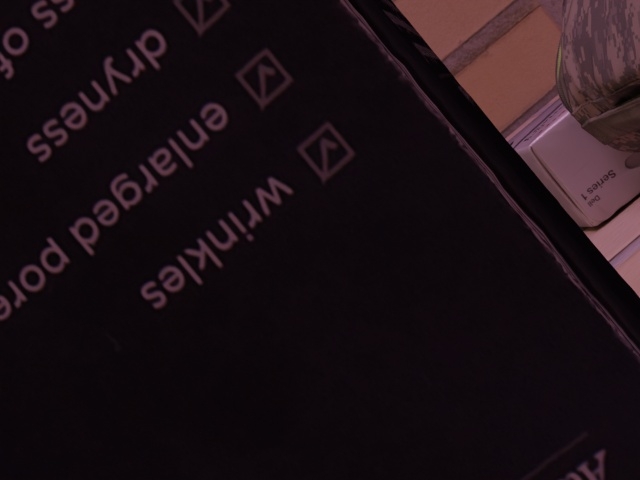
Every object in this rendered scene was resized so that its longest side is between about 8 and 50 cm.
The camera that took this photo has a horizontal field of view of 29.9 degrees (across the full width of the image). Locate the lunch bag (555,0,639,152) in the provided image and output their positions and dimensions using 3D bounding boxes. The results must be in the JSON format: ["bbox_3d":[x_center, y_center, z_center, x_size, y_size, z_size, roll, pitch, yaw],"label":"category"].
[{"bbox_3d":[0.294,-0.182,0.828,0.256,0.212,0.305,-54,2,-2],"label":"lunch bag"}]

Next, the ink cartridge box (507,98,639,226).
[{"bbox_3d":[0.252,-0.093,1.085,0.160,0.092,0.219,-40,1,-2],"label":"ink cartridge box"}]

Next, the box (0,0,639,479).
[{"bbox_3d":[-0.169,0.027,0.530,0.480,0.472,0.297,-39,0,11],"label":"box"}]
